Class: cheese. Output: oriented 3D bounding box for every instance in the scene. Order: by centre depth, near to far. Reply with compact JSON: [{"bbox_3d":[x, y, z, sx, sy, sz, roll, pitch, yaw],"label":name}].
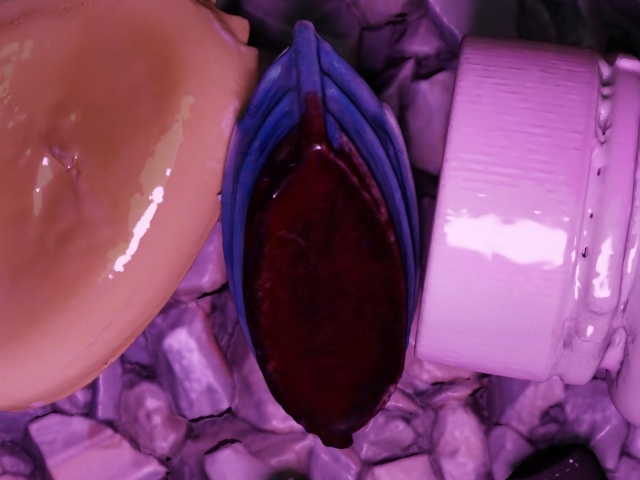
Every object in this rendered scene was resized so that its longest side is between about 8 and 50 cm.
[{"bbox_3d":[-0.176,-0.054,1.307,0.316,0.128,0.259,-40,91,5],"label":"cheese"}]

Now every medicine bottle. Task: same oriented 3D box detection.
[{"bbox_3d":[0.231,-0.005,1.222,0.325,0.256,0.256,10,97,2],"label":"medicine bottle"}]

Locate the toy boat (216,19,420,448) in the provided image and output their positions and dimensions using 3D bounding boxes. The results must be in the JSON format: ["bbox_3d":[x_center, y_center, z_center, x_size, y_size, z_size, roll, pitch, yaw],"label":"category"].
[{"bbox_3d":[0.000,0.000,1.282,0.129,0.142,0.309,-5,123,-1],"label":"toy boat"}]

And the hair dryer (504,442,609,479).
[{"bbox_3d":[0.255,0.160,1.338,0.248,0.070,0.114,-27,94,2],"label":"hair dryer"}]

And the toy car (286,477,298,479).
[{"bbox_3d":[-0.044,0.275,1.354,0.076,0.090,0.224,5,96,7],"label":"toy car"}]
